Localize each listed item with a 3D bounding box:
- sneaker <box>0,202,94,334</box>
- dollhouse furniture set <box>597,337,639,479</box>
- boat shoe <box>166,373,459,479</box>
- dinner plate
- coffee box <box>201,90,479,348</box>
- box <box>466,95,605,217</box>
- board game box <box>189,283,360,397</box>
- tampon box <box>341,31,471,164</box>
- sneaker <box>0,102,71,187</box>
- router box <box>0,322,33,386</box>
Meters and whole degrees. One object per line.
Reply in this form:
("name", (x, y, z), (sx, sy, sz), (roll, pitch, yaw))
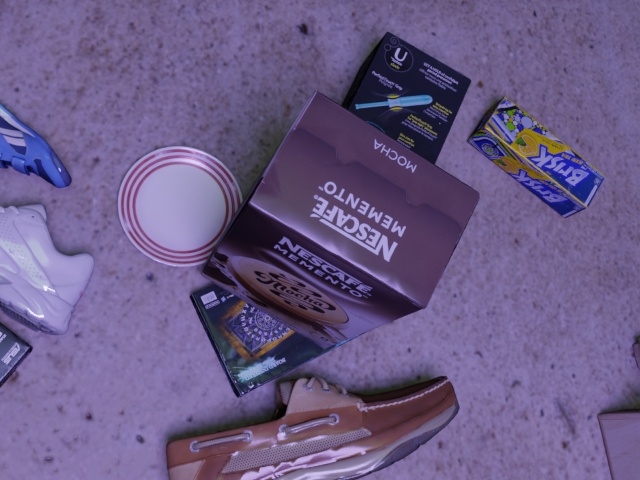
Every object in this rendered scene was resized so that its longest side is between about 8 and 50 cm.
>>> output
("sneaker", (-0.340, -0.002, 0.825), (0.232, 0.090, 0.115), (35, 63, -15))
("dollhouse furniture set", (0.546, 0.246, 0.957), (0.355, 0.174, 0.303), (-6, 79, -17))
("boat shoe", (-0.008, 0.200, 0.843), (0.323, 0.122, 0.120), (-19, 79, -20))
("dinner plate", (-0.158, -0.038, 0.912), (0.141, 0.017, 0.141), (3, 76, -14))
("coffee box", (0.000, 0.000, 0.769), (0.168, 0.297, 0.119), (31, 70, -6))
("box", (0.277, -0.105, 1.030), (0.169, 0.054, 0.059), (37, 70, -4))
("board game box", (-0.038, 0.081, 0.911), (0.186, 0.026, 0.126), (-24, 84, -20))
("tampon box", (0.084, -0.138, 0.958), (0.120, 0.101, 0.161), (29, 70, -8))
("sneaker", (-0.331, -0.096, 0.860), (0.144, 0.053, 0.059), (37, 69, 5))
("router box", (-0.366, 0.128, 0.802), (0.092, 0.038, 0.122), (38, 70, -5))
